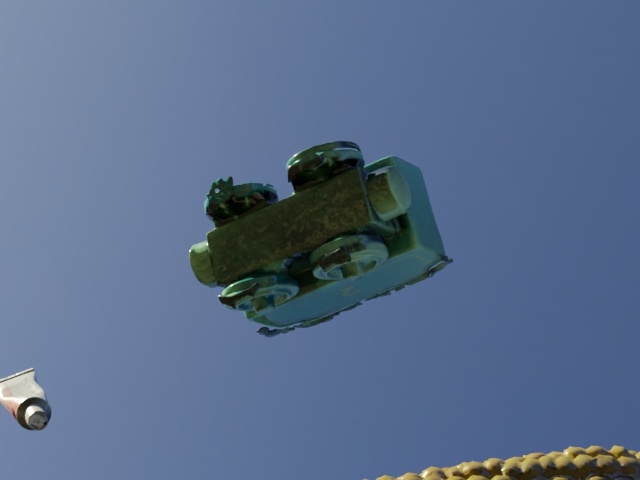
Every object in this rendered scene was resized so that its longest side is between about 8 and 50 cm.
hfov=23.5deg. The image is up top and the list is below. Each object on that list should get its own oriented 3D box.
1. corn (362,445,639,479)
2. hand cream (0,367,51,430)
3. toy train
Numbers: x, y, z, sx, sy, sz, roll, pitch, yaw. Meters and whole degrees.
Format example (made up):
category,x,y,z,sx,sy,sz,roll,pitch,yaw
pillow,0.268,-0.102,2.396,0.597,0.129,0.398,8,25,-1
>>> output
category,x,y,z,sx,sy,sz,roll,pitch,yaw
corn,0.021,0.187,0.809,0.120,0.363,0.120,170,-90,-85
hand cream,-0.338,0.179,1.743,0.216,0.052,0.038,-160,-98,-70
toy train,0.000,0.000,1.310,0.203,0.163,0.112,-21,-109,24
